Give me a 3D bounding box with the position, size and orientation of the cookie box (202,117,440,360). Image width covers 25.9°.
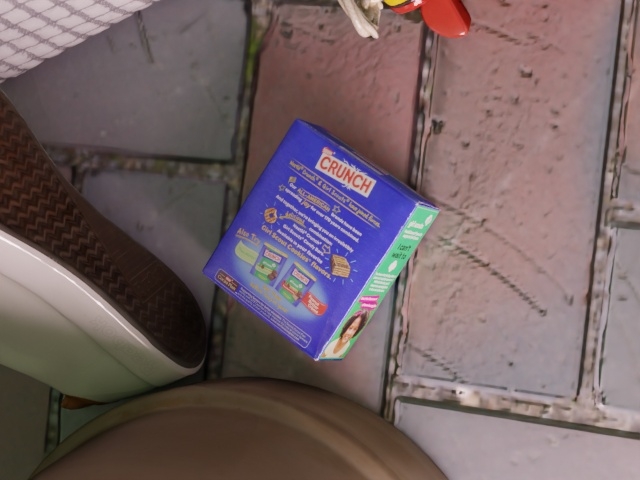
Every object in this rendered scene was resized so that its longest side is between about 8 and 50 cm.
[{"bbox_3d":[0.000,0.000,0.794,0.092,0.040,0.107,37,102,20],"label":"cookie box"}]

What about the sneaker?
[{"bbox_3d":[-0.199,0.001,0.777,0.123,0.106,0.290,-26,120,26],"label":"sneaker"}]

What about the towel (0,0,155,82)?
[{"bbox_3d":[-0.187,-0.198,0.751,0.235,0.284,0.121,-22,75,20],"label":"towel"}]

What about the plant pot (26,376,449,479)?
[{"bbox_3d":[-0.095,0.236,0.696,0.323,0.280,0.323,-1,88,24],"label":"plant pot"}]

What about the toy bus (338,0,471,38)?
[{"bbox_3d":[0.054,-0.199,0.700,0.104,0.191,0.202,-27,77,19],"label":"toy bus"}]
